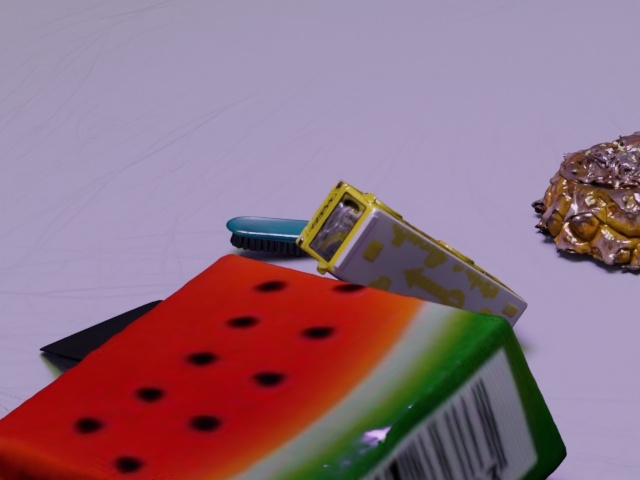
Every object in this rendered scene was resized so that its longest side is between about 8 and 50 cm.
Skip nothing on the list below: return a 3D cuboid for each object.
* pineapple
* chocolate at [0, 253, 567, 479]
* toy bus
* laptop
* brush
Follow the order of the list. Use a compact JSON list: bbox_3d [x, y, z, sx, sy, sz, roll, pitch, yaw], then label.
[{"bbox_3d":[0.314,-0.049,1.792,0.225,0.076,0.225,-5,32,3],"label":"pineapple"},{"bbox_3d":[-0.047,0.171,1.400,0.341,0.161,0.360,12,35,37],"label":"chocolate"},{"bbox_3d":[0.080,0.031,1.574,0.081,0.226,0.074,-53,40,5],"label":"toy bus"},{"bbox_3d":[-0.174,0.087,1.663,0.135,0.016,0.197,-21,9,-21],"label":"laptop"},{"bbox_3d":[0.000,0.000,1.831,0.193,0.032,0.043,5,25,-1],"label":"brush"}]
